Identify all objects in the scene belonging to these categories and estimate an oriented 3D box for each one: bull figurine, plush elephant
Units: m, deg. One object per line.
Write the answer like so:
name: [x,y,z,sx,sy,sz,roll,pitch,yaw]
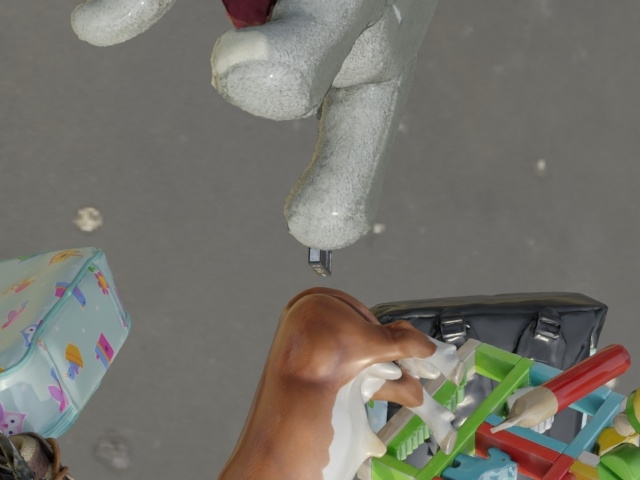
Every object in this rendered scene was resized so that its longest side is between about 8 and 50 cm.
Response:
bull figurine: [-0.005,0.191,1.174,0.101,0.188,0.310,45,62,-71]
plush elephant: [-0.056,-0.202,1.023,0.272,0.255,0.330,51,59,-69]

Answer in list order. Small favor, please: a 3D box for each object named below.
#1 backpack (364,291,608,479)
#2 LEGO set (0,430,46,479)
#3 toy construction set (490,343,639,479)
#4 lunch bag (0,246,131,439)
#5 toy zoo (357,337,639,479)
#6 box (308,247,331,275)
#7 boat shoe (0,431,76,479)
backpack: [0.177,0.242,1.751,0.290,0.273,0.356,-4,92,-12]
LEGO set: [-0.101,0.241,0.832,0.192,0.255,0.331,-57,158,-26]
toy construction set: [0.234,0.148,0.934,0.237,0.308,0.258,-22,107,-36]
lunch bag: [-0.317,0.113,1.419,0.279,0.224,0.108,-68,140,-63]
toy zoo: [0.203,0.188,1.231,0.192,0.293,0.030,-39,138,-41]
box: [0.000,0.000,1.964,0.067,0.018,0.083,53,38,-69]
boat shoe: [-0.264,0.224,1.243,0.342,0.123,0.123,23,117,-8]
